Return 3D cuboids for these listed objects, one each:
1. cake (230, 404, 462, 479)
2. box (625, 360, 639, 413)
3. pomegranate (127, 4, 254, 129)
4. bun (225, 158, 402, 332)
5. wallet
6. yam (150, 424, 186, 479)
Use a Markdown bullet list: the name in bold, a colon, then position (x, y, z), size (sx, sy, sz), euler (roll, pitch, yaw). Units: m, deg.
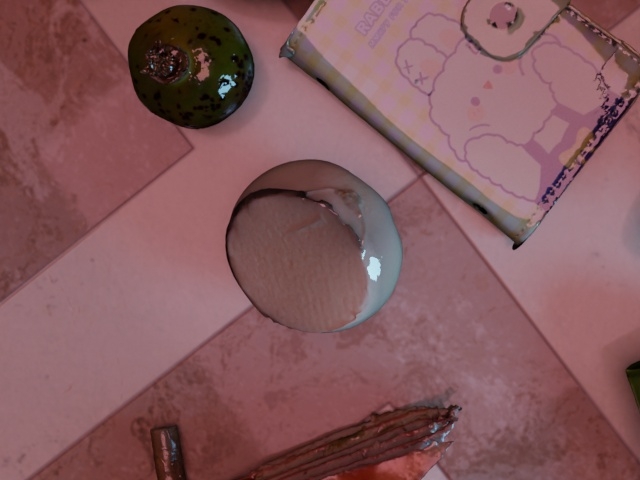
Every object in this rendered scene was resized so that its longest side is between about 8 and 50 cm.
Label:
- **cake**: position (0.026, 0.256, 0.942), size (0.287, 0.098, 0.135), euler (-31, 89, 9)
- **box**: position (0.403, 0.264, 0.882), size (0.134, 0.097, 0.346), euler (-19, 83, 25)
- **pomegranate**: position (-0.128, -0.165, 0.918), size (0.130, 0.130, 0.130), euler (0, 93, 4)
- **bun**: position (0.000, 0.000, 0.916), size (0.172, 0.120, 0.173), euler (13, 123, 21)
- **wallet**: position (0.140, -0.171, 0.924), size (0.309, 0.077, 0.223), euler (38, 97, -1)
- **yam**: position (-0.150, 0.265, 0.984), size (0.032, 0.032, 0.146), euler (-12, 91, 4)
